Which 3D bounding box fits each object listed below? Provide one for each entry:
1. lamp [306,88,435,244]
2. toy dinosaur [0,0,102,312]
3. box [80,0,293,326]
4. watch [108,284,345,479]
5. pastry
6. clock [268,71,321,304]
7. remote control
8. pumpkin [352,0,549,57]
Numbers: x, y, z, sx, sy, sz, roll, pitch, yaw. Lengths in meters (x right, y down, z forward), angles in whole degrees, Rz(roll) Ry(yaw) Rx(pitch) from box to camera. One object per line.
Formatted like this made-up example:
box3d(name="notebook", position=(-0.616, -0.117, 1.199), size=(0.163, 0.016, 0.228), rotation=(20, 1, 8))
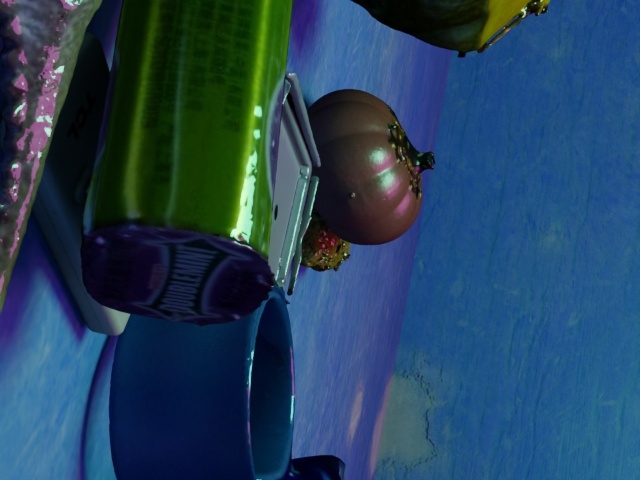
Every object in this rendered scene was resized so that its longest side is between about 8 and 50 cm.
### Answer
box3d(name="lamp", position=(0.052, -0.084, 1.111), size=(0.182, 0.140, 0.182), rotation=(56, 21, -35))
box3d(name="toy dinosaur", position=(-0.131, -0.095, 0.418), size=(0.200, 0.072, 0.251), rotation=(-59, 157, -54))
box3d(name="box", position=(-0.055, -0.138, 0.538), size=(0.134, 0.097, 0.345), rotation=(116, -20, -66))
box3d(name="watch", position=(-0.068, 0.129, 0.723), size=(0.196, 0.171, 0.200), rotation=(-97, -177, -86))
box3d(name="pastry", position=(0.000, 0.000, 1.202), size=(0.140, 0.056, 0.080), rotation=(32, 60, -71))
box3d(name="clock", position=(-0.056, -0.043, 0.821), size=(0.193, 0.073, 0.144), rotation=(70, 31, -69))
box3d(name="remote control", position=(-0.130, -0.029, 0.567), size=(0.190, 0.029, 0.087), rotation=(84, 18, -52))
box3d(name="pumpkin", position=(0.121, -0.358, 0.974), size=(0.225, 0.256, 0.303), rotation=(104, -29, -50))
